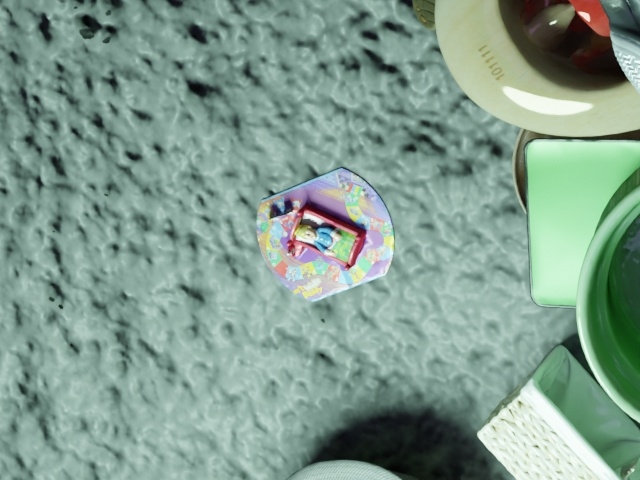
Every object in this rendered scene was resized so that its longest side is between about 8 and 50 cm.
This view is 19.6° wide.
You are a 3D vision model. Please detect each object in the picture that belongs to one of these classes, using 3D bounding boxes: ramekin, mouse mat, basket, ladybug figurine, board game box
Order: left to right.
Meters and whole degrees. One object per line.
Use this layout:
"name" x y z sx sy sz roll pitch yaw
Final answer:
"board game box" 0.000 0.000 2.103 0.169 0.033 0.133 -21 98 27
"basket" 0.267 0.219 2.024 0.167 0.113 0.103 48 122 1
"mouse mat" 0.291 -0.016 1.954 0.153 0.007 0.189 2 107 21
"ladybug figurine" 0.321 -0.282 1.806 0.449 0.162 0.305 -29 95 27
"ramekin" 0.407 0.042 1.856 0.303 0.148 0.303 2 108 7

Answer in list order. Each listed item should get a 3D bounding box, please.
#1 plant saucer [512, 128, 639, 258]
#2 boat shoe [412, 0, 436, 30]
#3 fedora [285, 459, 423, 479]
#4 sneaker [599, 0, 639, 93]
"plant saucer" 0.303 -0.075 1.953 0.199 0.036 0.198 7 109 21
"boat shoe" 0.140 -0.301 1.913 0.064 0.060 0.178 51 146 38
"fedora" 0.067 0.347 2.137 0.275 0.124 0.243 -30 92 36
"sneaker" 0.309 -0.262 1.673 0.153 0.101 0.268 -24 104 26
